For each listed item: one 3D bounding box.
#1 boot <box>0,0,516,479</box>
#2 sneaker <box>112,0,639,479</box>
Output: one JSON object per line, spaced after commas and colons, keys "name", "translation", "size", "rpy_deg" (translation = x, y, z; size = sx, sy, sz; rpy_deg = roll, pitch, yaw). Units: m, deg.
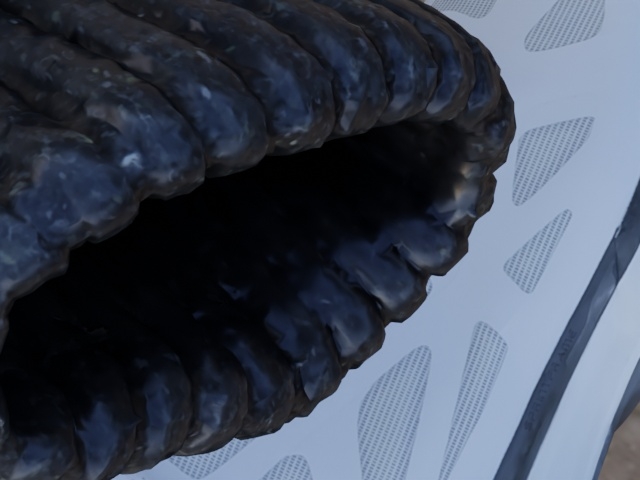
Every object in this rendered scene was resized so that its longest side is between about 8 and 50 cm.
{"name": "boot", "translation": [-0.153, -0.021, 0.404], "size": [0.348, 0.131, 0.260], "rpy_deg": [-32, 60, -20]}
{"name": "sneaker", "translation": [0.000, 0.000, 0.669], "size": [0.257, 0.169, 0.448], "rpy_deg": [19, 81, -25]}
